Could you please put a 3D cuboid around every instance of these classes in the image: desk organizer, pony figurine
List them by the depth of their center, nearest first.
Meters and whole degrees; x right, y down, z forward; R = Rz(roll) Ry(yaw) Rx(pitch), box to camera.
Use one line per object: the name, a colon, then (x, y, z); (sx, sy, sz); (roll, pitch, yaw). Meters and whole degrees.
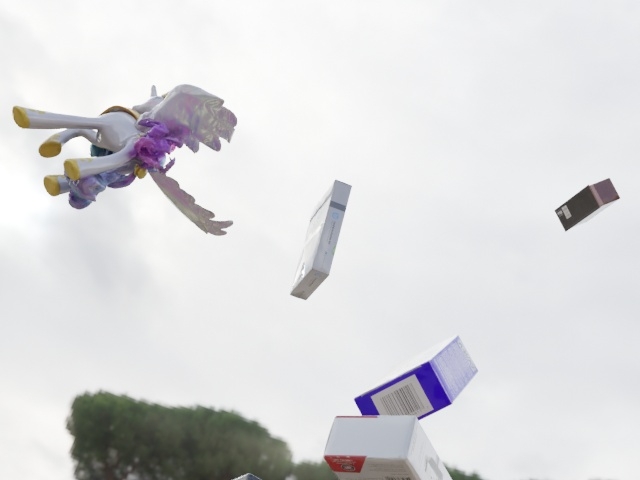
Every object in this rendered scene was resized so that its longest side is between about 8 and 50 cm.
desk organizer: (0.483, -0.065, 1.952); (0.047, 0.050, 0.130); (65, -22, 11)
pony figurine: (-0.336, -0.174, 2.009); (0.351, 0.363, 0.302); (41, -46, 32)

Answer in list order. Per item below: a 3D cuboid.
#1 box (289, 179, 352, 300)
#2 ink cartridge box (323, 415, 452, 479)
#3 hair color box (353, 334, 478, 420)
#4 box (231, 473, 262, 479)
box: (0.000, 0.000, 1.969); (0.038, 0.186, 0.145); (21, -27, -10)
ink cartridge box: (0.077, 0.251, 1.179); (0.099, 0.056, 0.135); (-4, -43, 26)
hair color box: (0.211, 0.308, 2.300); (0.185, 0.339, 0.110); (-29, -96, 16)
box: (-0.102, 0.313, 0.999); (0.077, 0.147, 0.180); (34, -37, -17)
